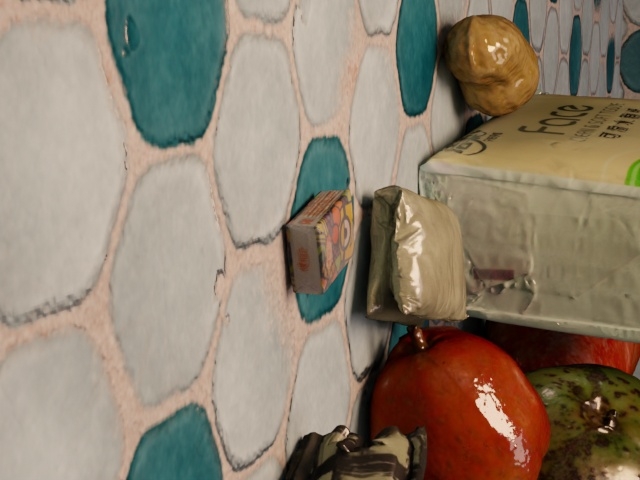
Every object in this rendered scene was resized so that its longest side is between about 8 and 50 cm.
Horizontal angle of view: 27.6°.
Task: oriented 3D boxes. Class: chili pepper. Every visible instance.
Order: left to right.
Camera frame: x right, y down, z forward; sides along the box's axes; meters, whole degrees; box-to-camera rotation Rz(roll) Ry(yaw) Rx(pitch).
[{"bbox_3d":[0.322,0.190,1.710,0.305,0.229,0.251,-84,-177,-56],"label":"chili pepper"}]

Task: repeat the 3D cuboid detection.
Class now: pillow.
[{"bbox_3d":[0.091,0.020,1.284,0.181,0.078,0.134,15,76,-68],"label":"pillow"}]

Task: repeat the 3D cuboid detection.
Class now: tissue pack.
[{"bbox_3d":[0.000,0.000,1.069,0.083,0.035,0.063,-46,137,-60],"label":"tissue pack"},{"bbox_3d":[0.334,-0.043,1.554,0.405,0.332,0.205,-34,126,-61],"label":"tissue pack"}]

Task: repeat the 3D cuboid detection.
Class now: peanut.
[{"bbox_3d":[0.204,-0.206,1.544,0.226,0.095,0.108,29,63,-69],"label":"peanut"}]

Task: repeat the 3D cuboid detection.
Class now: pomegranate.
[{"bbox_3d":[0.271,0.306,1.486,0.340,0.285,0.285,103,7,-45],"label":"pomegranate"}]

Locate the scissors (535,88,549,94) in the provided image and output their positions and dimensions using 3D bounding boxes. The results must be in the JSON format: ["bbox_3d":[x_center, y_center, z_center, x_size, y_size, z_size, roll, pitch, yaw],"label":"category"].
[{"bbox_3d":[0.325,-0.124,2.027,0.125,0.030,0.256,65,36,-59],"label":"scissors"}]

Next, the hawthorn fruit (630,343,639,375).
[{"bbox_3d":[0.386,0.185,2.007,0.210,0.211,0.262,-40,138,-65],"label":"hawthorn fruit"}]

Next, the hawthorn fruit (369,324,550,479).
[{"bbox_3d":[0.131,0.172,1.289,0.202,0.185,0.185,68,24,-9],"label":"hawthorn fruit"}]

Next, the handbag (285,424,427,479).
[{"bbox_3d":[0.029,0.355,1.036,0.327,0.163,0.325,-70,158,-54],"label":"handbag"}]
